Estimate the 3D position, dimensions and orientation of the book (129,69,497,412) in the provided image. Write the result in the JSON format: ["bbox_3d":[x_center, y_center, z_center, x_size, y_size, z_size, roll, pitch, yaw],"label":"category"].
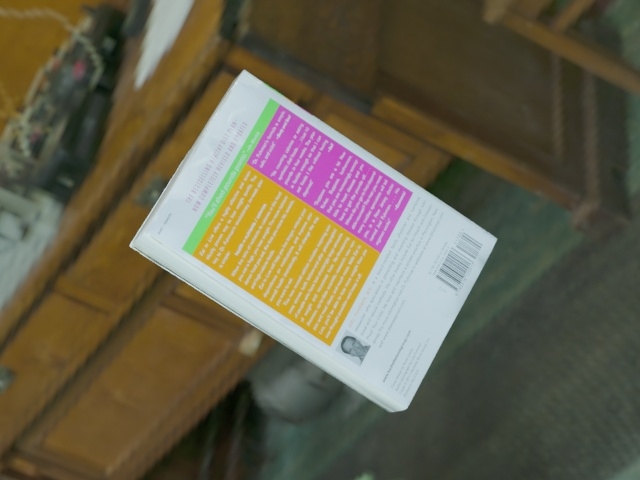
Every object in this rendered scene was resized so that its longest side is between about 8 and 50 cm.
[{"bbox_3d":[0.000,0.000,0.754,0.096,0.144,0.035,-59,10,-19],"label":"book"}]
